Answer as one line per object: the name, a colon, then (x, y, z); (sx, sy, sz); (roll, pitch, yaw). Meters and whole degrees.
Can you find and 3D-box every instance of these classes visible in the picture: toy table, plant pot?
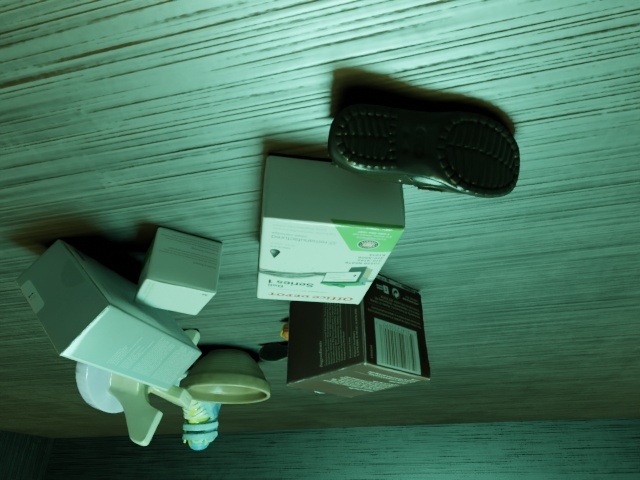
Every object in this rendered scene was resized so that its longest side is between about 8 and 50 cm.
toy table: (-0.390, 0.299, 0.972); (0.160, 0.252, 0.274); (12, 157, 12)
plant pot: (-0.249, 0.357, 1.170); (0.237, 0.110, 0.237); (-1, 149, -1)

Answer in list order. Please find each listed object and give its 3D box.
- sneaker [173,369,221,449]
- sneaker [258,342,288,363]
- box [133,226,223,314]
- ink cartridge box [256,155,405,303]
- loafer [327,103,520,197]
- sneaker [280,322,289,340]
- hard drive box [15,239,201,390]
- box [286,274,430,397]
sneaker: (-0.383, 0.526, 1.361); (0.127, 0.208, 0.319); (-3, 149, 8)
sneaker: (-0.062, 0.290, 1.114); (0.170, 0.051, 0.089); (-13, 143, 14)
box: (-0.215, 0.050, 0.667); (0.101, 0.087, 0.101); (16, 146, -26)
ink cartridge box: (0.000, 0.000, 0.578); (0.160, 0.093, 0.219); (4, 149, -7)
loafer: (0.106, -0.093, 0.456); (0.219, 0.080, 0.078); (9, -179, -18)
sneaker: (-0.011, 0.217, 0.997); (0.175, 0.064, 0.067); (30, 158, -33)
hard drive box: (-0.324, 0.124, 0.700); (0.181, 0.089, 0.232); (35, 167, 33)
box: (0.064, 0.180, 0.812); (0.168, 0.167, 0.203); (24, 142, -35)
